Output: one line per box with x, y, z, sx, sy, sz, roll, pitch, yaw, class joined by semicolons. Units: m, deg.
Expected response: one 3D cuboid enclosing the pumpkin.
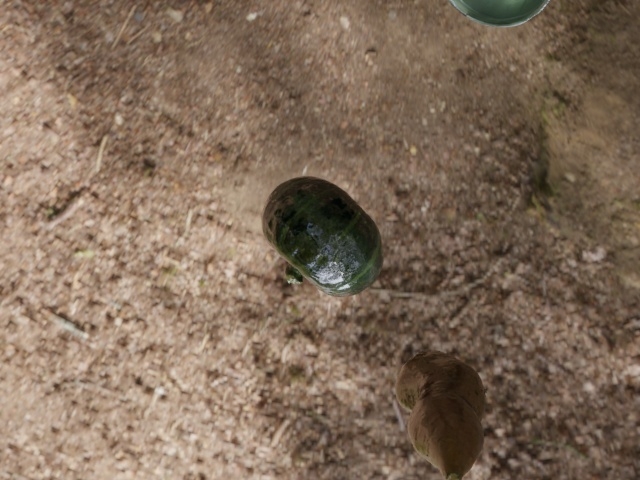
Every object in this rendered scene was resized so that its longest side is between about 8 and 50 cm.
0.002;-0.003;1.167;0.125;0.167;0.167;-34;116;-18;pumpkin

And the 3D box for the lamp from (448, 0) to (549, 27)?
0.237;-0.380;1.145;0.172;0.227;0.147;37;140;-3;lamp

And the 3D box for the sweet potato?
0.091;0.121;0.689;0.065;0.218;0.051;-33;98;4;sweet potato
